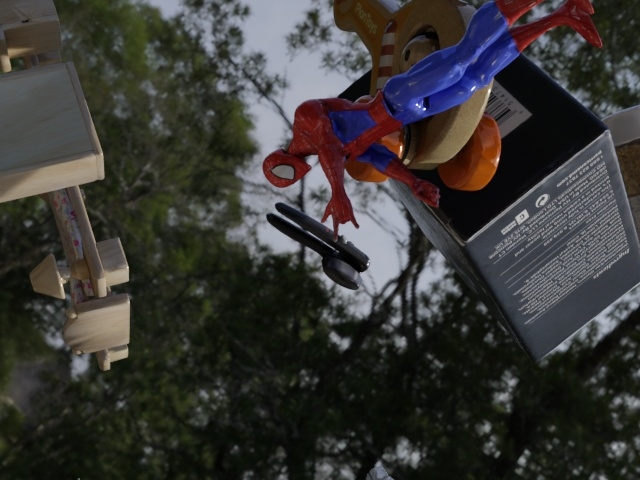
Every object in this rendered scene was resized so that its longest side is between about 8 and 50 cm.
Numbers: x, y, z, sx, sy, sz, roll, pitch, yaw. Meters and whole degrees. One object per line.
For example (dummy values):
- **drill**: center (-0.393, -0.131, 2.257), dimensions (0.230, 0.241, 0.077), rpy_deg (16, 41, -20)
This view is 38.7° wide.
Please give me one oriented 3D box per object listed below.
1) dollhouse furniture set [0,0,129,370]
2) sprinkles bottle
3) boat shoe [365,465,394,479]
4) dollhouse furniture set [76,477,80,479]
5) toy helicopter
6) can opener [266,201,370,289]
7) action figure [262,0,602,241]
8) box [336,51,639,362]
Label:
- **dollhouse furniture set**: center (-0.323, -0.037, 0.942), dimensions (0.355, 0.174, 0.303), rpy_deg (114, -43, -63)
- **sprinkles bottle**: center (0.535, -0.034, 1.406), dimensions (0.121, 0.121, 0.355), rpy_deg (-19, -95, 61)
- **boat shoe**: center (0.069, 0.349, 1.206), dimensions (0.083, 0.076, 0.226), rpy_deg (59, -7, 17)
- **dollhouse furniture set**: center (-0.159, 0.371, 0.706), dimensions (0.151, 0.301, 0.197), rpy_deg (7, -46, 8)
- **toy helicopter**: center (0.085, -0.224, 0.956), dimensions (0.355, 0.140, 0.235), rpy_deg (-117, -143, -51)
- **can opener**: center (0.000, 0.000, 1.405), dimensions (0.186, 0.059, 0.073), rpy_deg (39, 20, -17)
- **action figure**: center (0.086, -0.083, 0.696), dimensions (0.091, 0.280, 0.139), rpy_deg (33, 36, -62)
- **box**: center (0.239, -0.065, 1.220), dimensions (0.293, 0.212, 0.395), rpy_deg (53, 4, 37)
